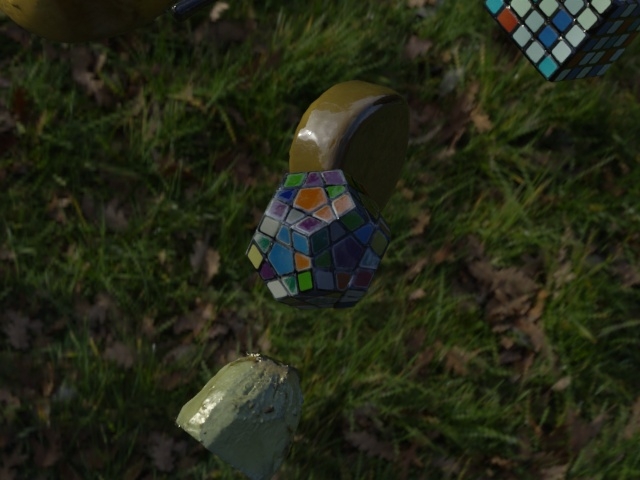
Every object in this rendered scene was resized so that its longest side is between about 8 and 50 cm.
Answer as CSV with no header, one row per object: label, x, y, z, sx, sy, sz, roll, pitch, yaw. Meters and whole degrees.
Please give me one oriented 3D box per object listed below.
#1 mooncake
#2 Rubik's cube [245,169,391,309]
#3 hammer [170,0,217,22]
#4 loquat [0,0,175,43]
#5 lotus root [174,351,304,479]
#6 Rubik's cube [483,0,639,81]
mooncake,0.048,-0.147,1.800,0.117,0.235,0.235,18,58,31
Rubik's cube,0.000,0.000,0.836,0.093,0.111,0.111,28,62,-3
hammer,-0.057,-0.306,1.267,0.246,0.103,0.029,-33,54,-6
loquat,-0.219,-0.280,1.072,0.213,0.213,0.213,5,63,-9
lotus root,-0.083,0.206,1.351,0.143,0.070,0.144,30,91,-18
Rubik's cube,0.418,-0.388,1.863,0.182,0.184,0.187,-13,62,-48
